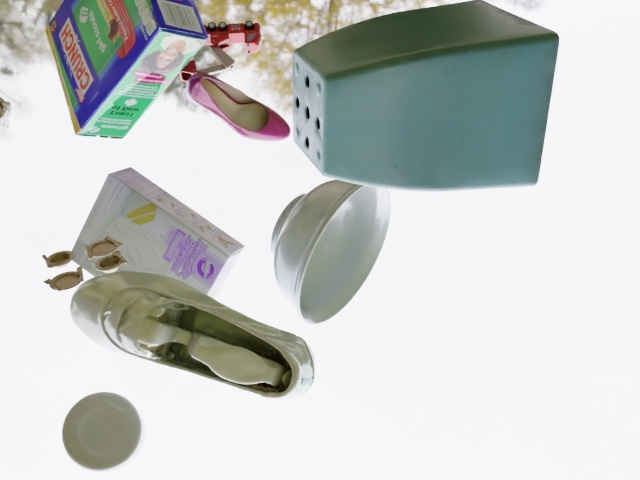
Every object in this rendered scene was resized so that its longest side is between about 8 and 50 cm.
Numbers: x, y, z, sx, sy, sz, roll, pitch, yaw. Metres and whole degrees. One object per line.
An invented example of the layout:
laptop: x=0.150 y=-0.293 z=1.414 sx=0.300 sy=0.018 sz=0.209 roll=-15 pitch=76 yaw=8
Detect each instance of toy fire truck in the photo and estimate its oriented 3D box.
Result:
toy fire truck: x=-0.229 y=-0.434 z=1.862 sx=0.192 sy=0.047 sz=0.135 roll=-3 pitch=-111 yaw=-2

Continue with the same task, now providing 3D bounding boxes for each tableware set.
tableware set: x=-0.450 y=0.040 z=1.542 sx=0.168 sy=0.020 sz=0.141 roll=-21 pitch=-146 yaw=-23

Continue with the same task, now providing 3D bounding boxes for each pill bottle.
pill bottle: x=-0.354 y=0.320 z=1.342 sx=0.124 sy=0.124 sz=0.221 roll=-1 pitch=166 yaw=-11

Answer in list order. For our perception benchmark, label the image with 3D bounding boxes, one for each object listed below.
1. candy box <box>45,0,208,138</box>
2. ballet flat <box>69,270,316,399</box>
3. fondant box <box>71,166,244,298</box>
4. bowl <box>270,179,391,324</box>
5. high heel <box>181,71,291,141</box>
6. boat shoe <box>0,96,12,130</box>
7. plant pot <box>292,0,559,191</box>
candy box: x=-0.379 y=-0.391 z=1.533 sx=0.122 sy=0.317 sz=0.268 roll=0 pitch=-120 yaw=-45
ballet flat: x=-0.198 y=0.142 z=1.208 sx=0.400 sy=0.139 sz=0.139 roll=18 pitch=-151 yaw=3
fondant box: x=-0.369 y=0.026 z=1.810 sx=0.330 sy=0.238 sz=0.096 roll=34 pitch=-159 yaw=6
bowl: x=0.000 y=0.000 z=1.542 sx=0.134 sy=0.298 sz=0.298 roll=28 pitch=-145 yaw=26
high heel: x=-0.154 y=-0.264 z=1.609 sx=0.244 sy=0.082 sz=0.117 roll=28 pitch=170 yaw=-21
boat shoe: x=-0.654 y=-0.247 z=1.560 sx=0.109 sy=0.098 sz=0.302 roll=39 pitch=166 yaw=-10
plant pot: x=0.096 y=-0.147 z=0.855 sx=0.234 sy=0.166 sz=0.166 roll=-10 pitch=-149 yaw=-18
